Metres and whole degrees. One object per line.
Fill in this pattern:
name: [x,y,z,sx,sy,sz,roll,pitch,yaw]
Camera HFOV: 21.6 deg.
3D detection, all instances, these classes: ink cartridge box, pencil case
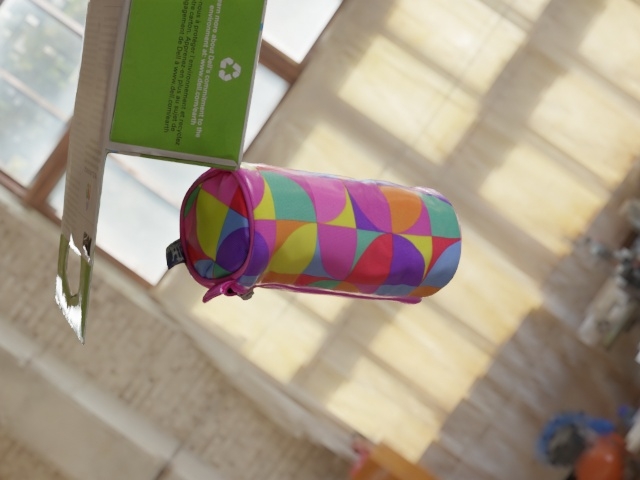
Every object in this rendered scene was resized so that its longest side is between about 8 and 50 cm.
ink cartridge box: [-0.119,-0.064,1.178,0.189,0.097,0.255,-153,70,-73]
pencil case: [0.000,0.000,1.266,0.236,0.104,0.104,2,-49,-42]
